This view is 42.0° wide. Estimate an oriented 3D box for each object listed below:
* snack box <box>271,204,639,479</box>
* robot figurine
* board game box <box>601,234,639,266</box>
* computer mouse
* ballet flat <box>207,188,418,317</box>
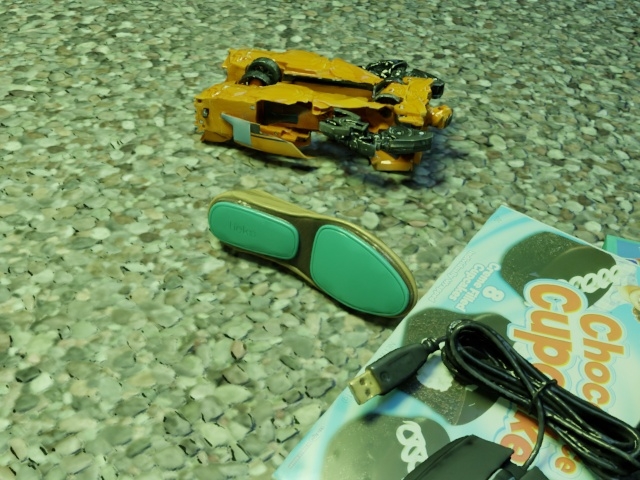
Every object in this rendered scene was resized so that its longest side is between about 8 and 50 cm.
[{"bbox_3d":[0.137,0.119,0.629,0.187,0.060,0.322,27,55,26],"label":"snack box"},{"bbox_3d":[0.010,-0.158,0.995,0.291,0.085,0.211,11,39,8],"label":"robot figurine"},{"bbox_3d":[0.329,0.088,0.748,0.160,0.047,0.210,13,38,9],"label":"board game box"},{"bbox_3d":[0.069,0.148,0.524,0.262,0.060,0.184,-35,56,-25],"label":"computer mouse"},{"bbox_3d":[0.000,0.000,0.802,0.232,0.080,0.073,25,27,21],"label":"ballet flat"}]
